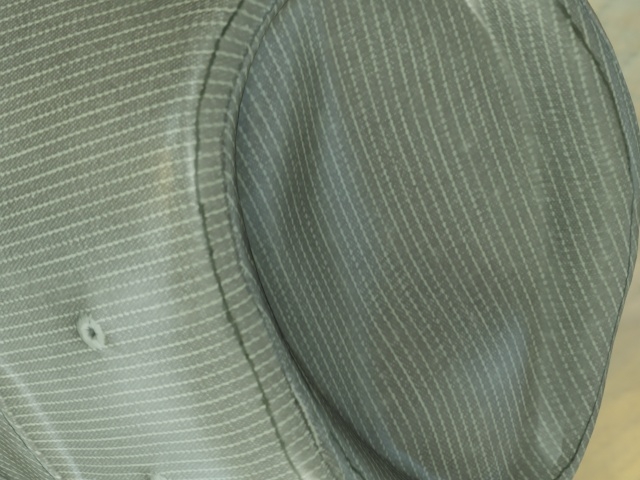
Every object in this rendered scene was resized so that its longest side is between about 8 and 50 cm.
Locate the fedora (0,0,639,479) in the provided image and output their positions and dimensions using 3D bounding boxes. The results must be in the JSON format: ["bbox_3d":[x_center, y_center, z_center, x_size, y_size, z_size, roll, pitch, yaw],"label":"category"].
[{"bbox_3d":[0.000,0.000,0.450,0.244,0.124,0.275,-35,128,-30],"label":"fedora"}]
